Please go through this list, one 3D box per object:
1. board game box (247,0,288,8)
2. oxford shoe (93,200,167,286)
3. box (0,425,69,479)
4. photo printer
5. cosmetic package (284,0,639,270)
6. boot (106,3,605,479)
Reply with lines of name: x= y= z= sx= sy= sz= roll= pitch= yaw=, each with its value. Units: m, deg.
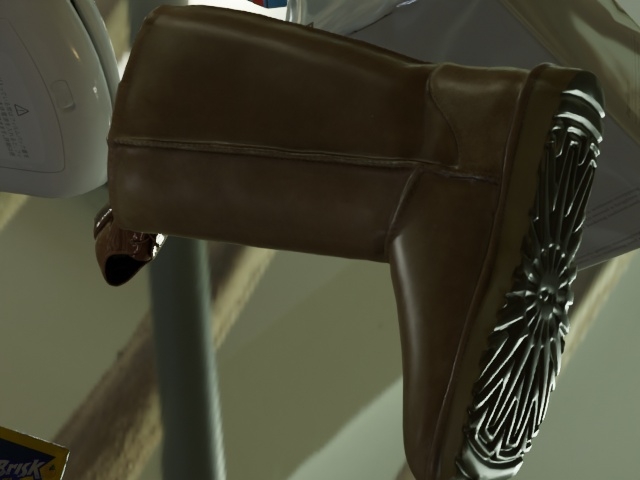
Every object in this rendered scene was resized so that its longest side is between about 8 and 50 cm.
board game box: x=0.009 y=-0.360 z=1.961 sx=0.308 sy=0.086 sz=0.302 roll=-10 pitch=-159 yaw=-25
oxford shoe: x=-0.155 y=-0.026 z=1.497 sx=0.076 sy=0.212 sz=0.076 roll=10 pitch=-124 yaw=-20
box: x=-0.244 y=0.175 z=1.262 sx=0.059 sy=0.169 sz=0.054 roll=21 pitch=-102 yaw=-16
photo printer: x=-0.319 y=-0.156 z=1.377 sx=0.307 sy=0.256 sz=0.107 roll=7 pitch=-131 yaw=16
cosmetic package: x=0.166 y=-0.137 z=1.453 sx=0.385 sy=0.217 sz=0.156 roll=41 pitch=-138 yaw=-35
boot: x=0.000 y=0.000 z=0.854 sx=0.269 sy=0.089 sz=0.236 roll=11 pitch=-101 yaw=33
